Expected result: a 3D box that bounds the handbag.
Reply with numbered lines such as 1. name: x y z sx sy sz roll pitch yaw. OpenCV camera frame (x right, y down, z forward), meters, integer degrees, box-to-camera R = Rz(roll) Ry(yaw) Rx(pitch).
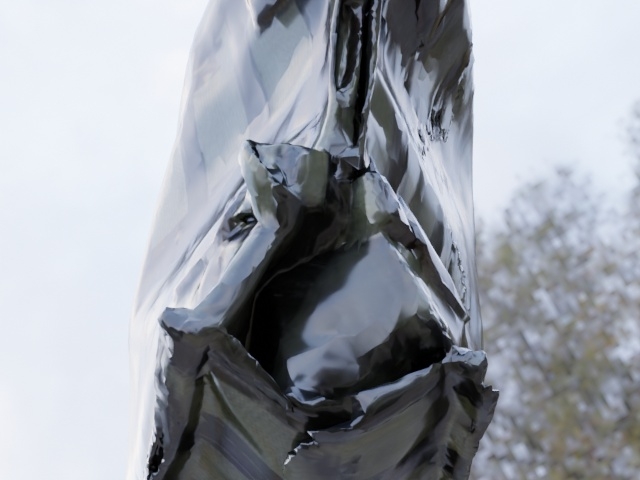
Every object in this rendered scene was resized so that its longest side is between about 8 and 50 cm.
1. handbag: 0.000 0.000 0.830 0.162 0.325 0.327 6 -30 -2
